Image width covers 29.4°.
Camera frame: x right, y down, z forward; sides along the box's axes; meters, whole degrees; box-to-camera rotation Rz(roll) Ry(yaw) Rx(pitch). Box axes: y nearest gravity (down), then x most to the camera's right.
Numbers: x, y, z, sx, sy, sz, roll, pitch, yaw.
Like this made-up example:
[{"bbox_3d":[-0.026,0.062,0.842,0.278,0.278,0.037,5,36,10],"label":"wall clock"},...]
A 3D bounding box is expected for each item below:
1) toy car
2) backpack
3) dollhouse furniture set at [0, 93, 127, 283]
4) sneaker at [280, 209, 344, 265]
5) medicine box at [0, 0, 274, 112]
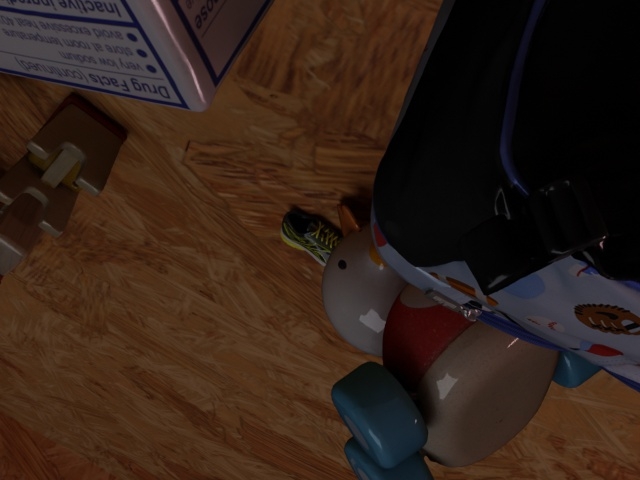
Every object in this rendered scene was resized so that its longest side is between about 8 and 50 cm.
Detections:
[{"bbox_3d":[0.071,0.047,0.961,0.238,0.219,0.210,49,166,28],"label":"toy car"},{"bbox_3d":[0.169,-0.043,0.567,0.263,0.276,0.213,28,161,-16],"label":"backpack"},{"bbox_3d":[-0.349,-0.074,1.214,0.201,0.152,0.374,37,137,-16],"label":"dollhouse furniture set"},{"bbox_3d":[0.000,0.000,1.077,0.083,0.031,0.035,22,154,14],"label":"sneaker"},{"bbox_3d":[-0.087,-0.240,0.425,0.149,0.263,0.289,14,151,30],"label":"medicine box"}]
